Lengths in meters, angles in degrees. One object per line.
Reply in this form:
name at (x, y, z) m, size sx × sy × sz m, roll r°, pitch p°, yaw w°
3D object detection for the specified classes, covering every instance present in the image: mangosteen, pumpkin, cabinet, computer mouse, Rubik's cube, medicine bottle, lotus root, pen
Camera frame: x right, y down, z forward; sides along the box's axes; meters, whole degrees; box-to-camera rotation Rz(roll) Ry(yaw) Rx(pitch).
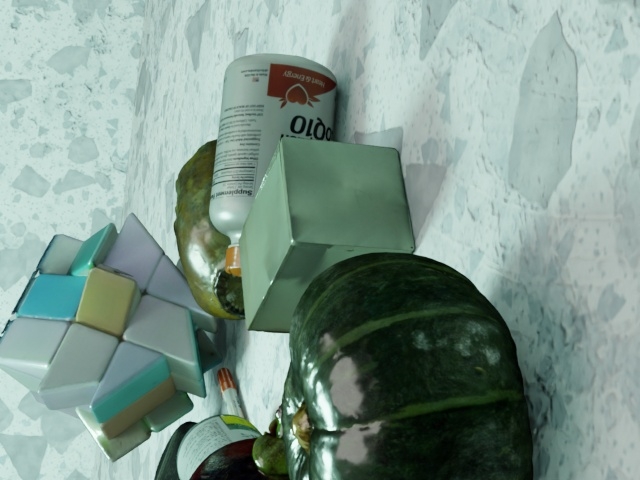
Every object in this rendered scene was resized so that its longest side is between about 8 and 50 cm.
mangosteen at (-0.058, 0.314, 1.393) m, size 0.216 × 0.216 × 0.216 m, roll -175°, pitch 90°, yaw -72°
pumpkin at (0.075, 0.154, 1.036) m, size 0.300 × 0.207 × 0.300 m, roll 170°, pitch 90°, yaw -76°
cabinet at (0.000, 0.000, 1.394) m, size 0.206 × 0.145 × 0.150 m, roll 119°, pitch 150°, yaw -52°
computer mouse at (-0.220, 0.394, 2.065) m, size 0.264 × 0.088 × 0.147 m, roll 150°, pitch 140°, yaw -69°
Rubik's cube at (-0.361, 0.179, 2.078) m, size 0.358 × 0.368 × 0.387 m, roll 87°, pitch -156°, yaw -64°
medicine bottle at (-0.065, -0.094, 1.579) m, size 0.157 × 0.157 × 0.288 m, roll 156°, pitch 120°, yaw -70°
lotus root at (-0.165, 0.012, 1.913) m, size 0.260 × 0.149 × 0.267 m, roll -104°, pitch 23°, yaw -48°
pen at (-0.141, 0.287, 1.943) m, size 0.239 × 0.028 × 0.028 m, roll -116°, pitch 36°, yaw -58°
medicine bottle at (-0.110, 0.348, 1.647) m, size 0.293 × 0.141 × 0.141 m, roll -154°, pitch 70°, yaw -72°
